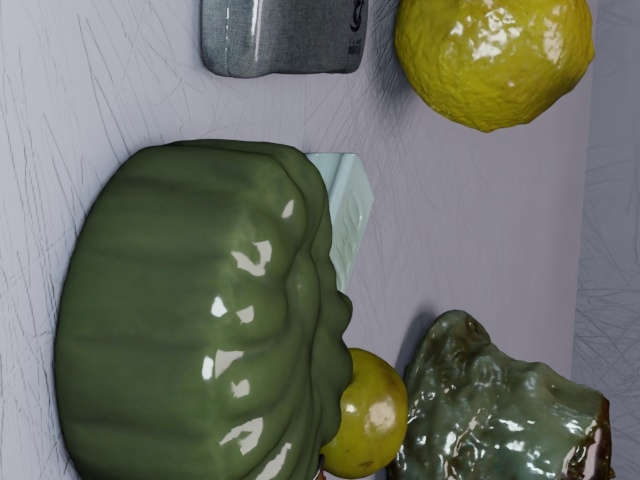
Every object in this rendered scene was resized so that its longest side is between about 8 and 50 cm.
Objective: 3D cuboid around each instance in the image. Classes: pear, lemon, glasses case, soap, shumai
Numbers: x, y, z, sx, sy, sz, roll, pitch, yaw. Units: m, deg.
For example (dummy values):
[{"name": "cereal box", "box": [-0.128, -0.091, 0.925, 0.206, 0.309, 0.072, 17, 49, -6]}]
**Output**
[{"name": "pear", "box": [0.037, 0.209, 1.736, 0.149, 0.149, 0.162, -64, 149, -41]}, {"name": "lemon", "box": [0.233, -0.279, 1.935, 0.322, 0.268, 0.268, 16, 81, -62]}, {"name": "glasses case", "box": [-0.030, -0.237, 1.500, 0.323, 0.074, 0.131, -19, 116, -68]}, {"name": "soap", "box": [0.000, 0.000, 1.678, 0.119, 0.066, 0.198, 68, 34, -56]}, {"name": "shumai", "box": [0.285, 0.313, 2.200, 0.324, 0.323, 0.397, 63, 40, -54]}]

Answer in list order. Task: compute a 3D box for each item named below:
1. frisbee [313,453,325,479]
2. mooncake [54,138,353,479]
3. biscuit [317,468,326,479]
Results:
[{"name": "frisbee", "box": [-0.055, 0.287, 1.463, 0.187, 0.012, 0.211, -52, 179, -4]}, {"name": "mooncake", "box": [-0.089, 0.087, 1.296, 0.351, 0.187, 0.351, 9, 90, -72]}, {"name": "biscuit", "box": [-0.062, 0.359, 1.619, 0.296, 0.075, 0.296, 7, 90, -69]}]
